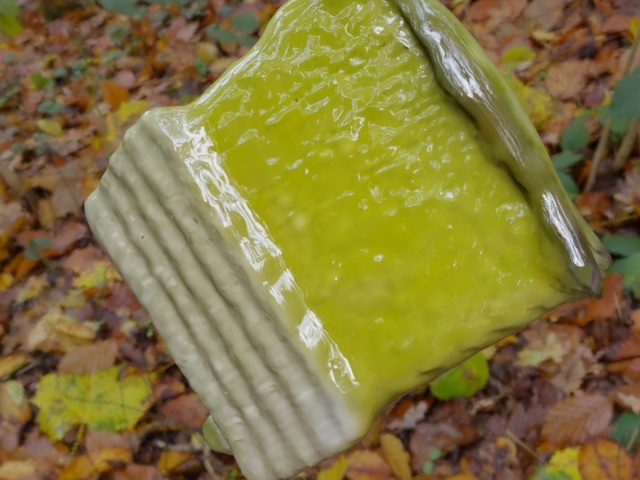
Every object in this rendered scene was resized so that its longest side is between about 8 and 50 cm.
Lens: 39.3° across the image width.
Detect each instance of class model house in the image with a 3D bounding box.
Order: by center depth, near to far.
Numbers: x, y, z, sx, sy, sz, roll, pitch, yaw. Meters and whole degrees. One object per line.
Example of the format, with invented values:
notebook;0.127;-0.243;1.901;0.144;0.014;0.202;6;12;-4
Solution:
model house;0.000;0.000;0.451;0.234;0.193;0.175;-36;-5;13
